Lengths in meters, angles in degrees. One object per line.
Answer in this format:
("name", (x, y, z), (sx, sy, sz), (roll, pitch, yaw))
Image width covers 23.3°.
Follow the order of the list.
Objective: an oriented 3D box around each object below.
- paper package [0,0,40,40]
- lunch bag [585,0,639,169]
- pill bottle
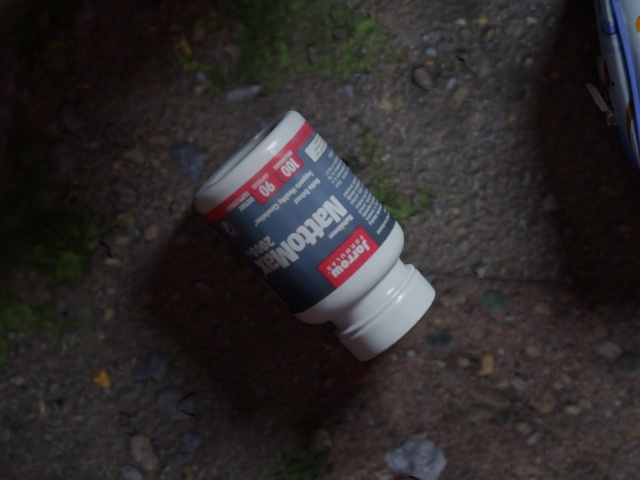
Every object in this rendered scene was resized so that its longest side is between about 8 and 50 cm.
("paper package", (-0.300, -0.290, 1.095), (0.325, 0.168, 0.309), (-42, 98, 13))
("lunch bag", (0.342, -0.157, 1.127), (0.303, 0.115, 0.243), (-13, 106, 5))
("pill bottle", (0.000, 0.000, 1.185), (0.108, 0.108, 0.180), (-41, 99, 12))
